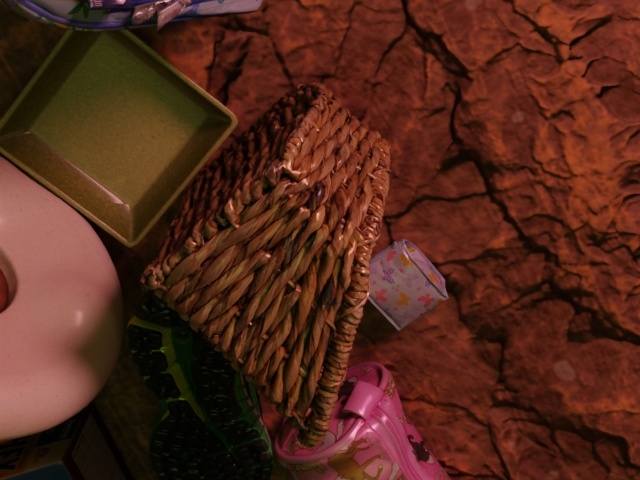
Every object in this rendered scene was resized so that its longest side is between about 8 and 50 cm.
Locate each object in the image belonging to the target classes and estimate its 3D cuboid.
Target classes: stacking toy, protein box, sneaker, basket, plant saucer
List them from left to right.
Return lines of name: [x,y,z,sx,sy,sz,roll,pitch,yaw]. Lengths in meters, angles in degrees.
stacking toy: [-0.448,0.160,1.184,0.350,0.350,0.480,32,126,-10]
protein box: [-0.324,0.321,1.296,0.200,0.136,0.201,-18,110,10]
plant saucer: [-0.210,-0.119,1.162,0.188,0.045,0.188,38,109,-13]
sneaker: [-0.117,0.146,1.225,0.134,0.146,0.343,0,128,3]
basket: [0.000,0.000,1.066,0.213,0.299,0.223,-41,103,15]

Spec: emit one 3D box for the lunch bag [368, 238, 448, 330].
lunch bag: [0.085,0.042,1.211,0.071,0.053,0.083,-37,116,18]

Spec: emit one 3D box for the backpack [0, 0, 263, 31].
backpack: [-0.176,-0.303,0.946,0.355,0.290,0.273,-28,134,-25]

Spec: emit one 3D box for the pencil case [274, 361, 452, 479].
pencil case: [0.106,0.317,1.265,0.167,0.160,0.386,-33,106,14]
